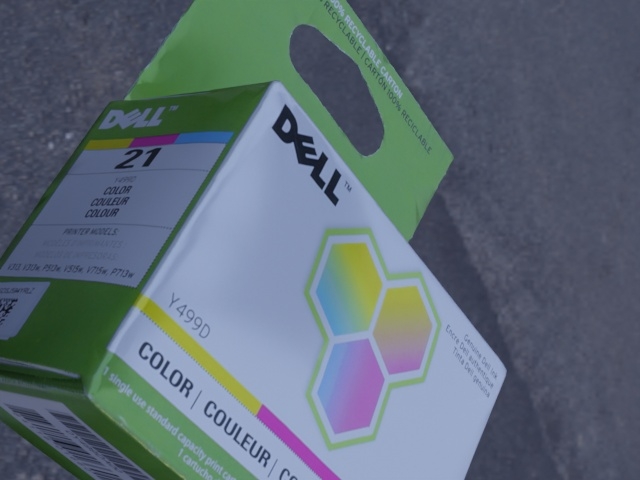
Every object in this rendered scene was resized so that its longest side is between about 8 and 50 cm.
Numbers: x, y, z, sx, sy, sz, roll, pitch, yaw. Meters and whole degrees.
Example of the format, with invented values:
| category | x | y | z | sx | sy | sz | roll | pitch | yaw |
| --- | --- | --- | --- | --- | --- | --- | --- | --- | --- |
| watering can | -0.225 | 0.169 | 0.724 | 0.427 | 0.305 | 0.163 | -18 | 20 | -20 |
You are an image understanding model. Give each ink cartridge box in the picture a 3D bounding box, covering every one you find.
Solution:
| category | x | y | z | sx | sy | sz | roll | pitch | yaw |
| --- | --- | --- | --- | --- | --- | --- | --- | --- | --- |
| ink cartridge box | 0.000 | 0.000 | 0.460 | 0.189 | 0.097 | 0.255 | 49 | 57 | -35 |
